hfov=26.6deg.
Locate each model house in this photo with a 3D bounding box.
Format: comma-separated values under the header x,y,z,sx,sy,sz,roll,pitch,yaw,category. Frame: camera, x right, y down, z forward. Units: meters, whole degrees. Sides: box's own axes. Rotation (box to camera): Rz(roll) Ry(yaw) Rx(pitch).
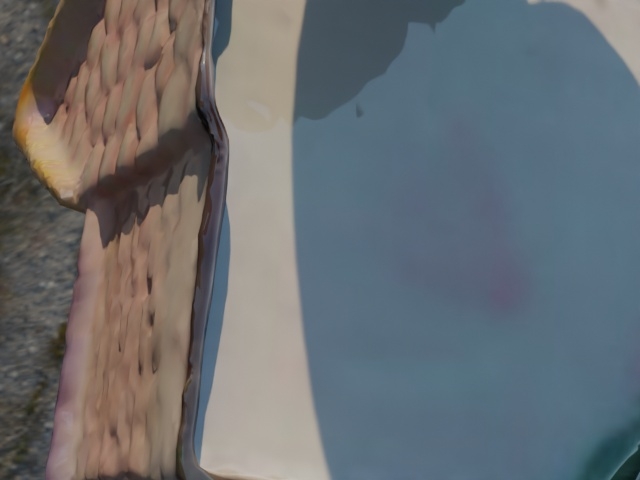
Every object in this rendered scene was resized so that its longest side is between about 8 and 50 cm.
x,y,z,sx,sy,sz,roll,pitch,yaw,category
0.000,0.000,0.532,0.202,0.237,0.237,8,77,-27,model house
